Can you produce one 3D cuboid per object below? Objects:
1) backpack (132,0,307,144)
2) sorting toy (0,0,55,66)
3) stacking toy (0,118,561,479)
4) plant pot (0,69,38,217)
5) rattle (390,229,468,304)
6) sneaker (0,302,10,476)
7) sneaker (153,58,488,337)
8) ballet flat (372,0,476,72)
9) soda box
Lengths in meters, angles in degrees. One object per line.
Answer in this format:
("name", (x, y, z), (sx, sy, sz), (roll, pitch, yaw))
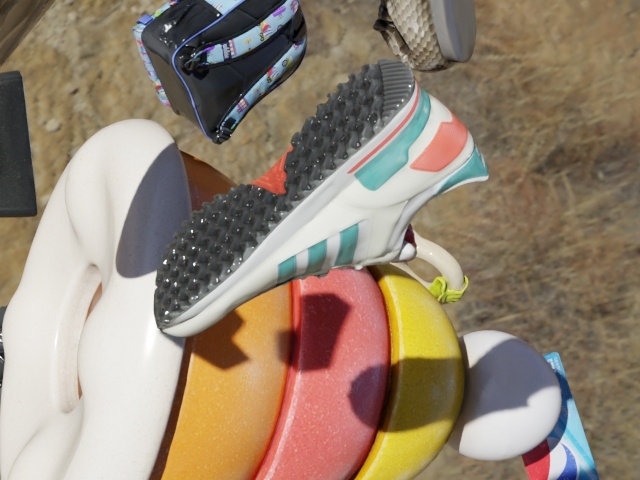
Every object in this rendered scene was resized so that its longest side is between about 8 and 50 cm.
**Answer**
("backpack", (-0.105, -0.224, 1.355), (0.173, 0.117, 0.158), (-41, 142, -16))
("sorting toy", (-0.115, -0.116, 0.507), (0.041, 0.229, 0.307), (37, 50, -14))
("stacking toy", (-0.005, 0.116, 1.007), (0.480, 0.351, 0.350), (13, 67, -27))
("plant pot", (-0.490, -0.115, 1.526), (0.167, 0.188, 0.187), (-11, 101, -40))
("rattle", (0.110, 0.048, 1.757), (0.199, 0.130, 0.142), (47, 74, -18))
("sneaker", (-0.344, 0.141, 1.246), (0.109, 0.130, 0.286), (20, 41, 1))
("sneaker", (0.000, 0.000, 0.501), (0.075, 0.161, 0.057), (35, 26, -31))
("ballet flat", (0.048, -0.226, 0.727), (0.084, 0.058, 0.249), (-26, 109, -58))
("soda box", (0.237, 0.221, 1.198), (0.071, 0.067, 0.210), (38, 34, -82))
